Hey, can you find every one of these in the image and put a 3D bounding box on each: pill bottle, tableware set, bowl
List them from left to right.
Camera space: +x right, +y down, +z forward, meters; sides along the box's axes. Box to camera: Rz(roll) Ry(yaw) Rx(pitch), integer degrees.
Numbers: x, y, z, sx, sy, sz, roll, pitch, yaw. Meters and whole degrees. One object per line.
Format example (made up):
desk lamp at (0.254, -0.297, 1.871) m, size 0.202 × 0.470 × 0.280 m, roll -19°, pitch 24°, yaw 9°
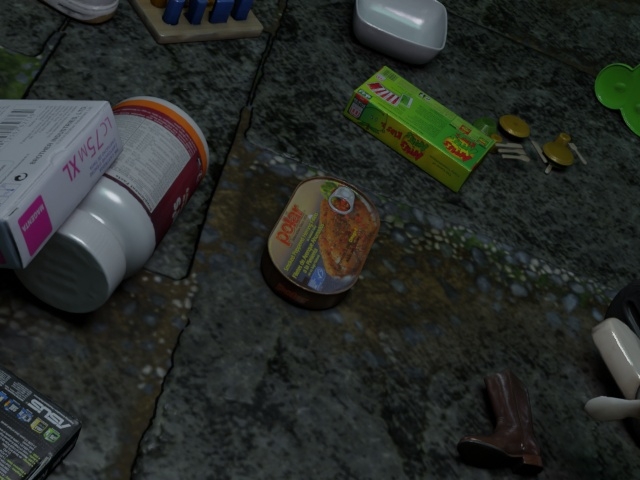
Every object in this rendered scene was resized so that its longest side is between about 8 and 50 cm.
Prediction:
pill bottle at (-0.201, -0.038, 0.985) m, size 0.121 × 0.121 × 0.221 m, roll 27°, pitch 42°, yaw -2°
bowl at (0.109, -0.314, 1.472) m, size 0.142 × 0.053 × 0.142 m, roll 21°, pitch 42°, yaw -10°
tableware set at (0.290, -0.136, 1.419) m, size 0.154 × 0.024 × 0.104 m, roll 1°, pitch 46°, yaw -26°

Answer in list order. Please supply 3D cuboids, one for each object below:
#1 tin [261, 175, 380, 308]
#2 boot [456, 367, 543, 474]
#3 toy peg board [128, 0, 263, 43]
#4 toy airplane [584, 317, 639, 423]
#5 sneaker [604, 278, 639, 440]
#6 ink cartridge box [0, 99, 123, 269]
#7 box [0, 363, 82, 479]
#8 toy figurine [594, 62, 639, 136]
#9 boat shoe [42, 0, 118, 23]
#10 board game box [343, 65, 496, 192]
tin at (0.000, 0.000, 1.120) m, size 0.106 × 0.040 × 0.189 m, roll 31°, pitch 42°, yaw -3°
boot at (0.177, 0.177, 1.039) m, size 0.106 × 0.037 × 0.114 m, roll 23°, pitch 44°, yaw -26°
toy peg board at (-0.170, -0.345, 1.334) m, size 0.161 × 0.079 × 0.160 m, roll -13°, pitch 56°, yaw -36°
toy airplane at (0.376, 0.286, 0.860) m, size 0.386 × 0.272 × 0.384 m, roll 30°, pitch 46°, yaw -11°
sneaker at (0.516, 0.203, 1.135) m, size 0.447 × 0.169 × 0.257 m, roll 50°, pitch 37°, yaw 12°
ink cartridge box at (-0.355, -0.060, 0.901) m, size 0.311 × 0.065 × 0.185 m, roll 5°, pitch 38°, yaw 18°
box at (-0.317, 0.158, 0.791) m, size 0.191 × 0.045 × 0.184 m, roll 34°, pitch 45°, yaw 4°
toy figurine at (0.543, -0.232, 1.605) m, size 0.173 × 0.130 × 0.159 m, roll 23°, pitch 21°, yaw 31°
boat shoe at (-0.368, -0.371, 1.240) m, size 0.277 × 0.096 × 0.098 m, roll 24°, pitch 43°, yaw -5°
board game box at (0.130, -0.147, 1.327) m, size 0.181 × 0.043 × 0.092 m, roll 36°, pitch 43°, yaw 8°
